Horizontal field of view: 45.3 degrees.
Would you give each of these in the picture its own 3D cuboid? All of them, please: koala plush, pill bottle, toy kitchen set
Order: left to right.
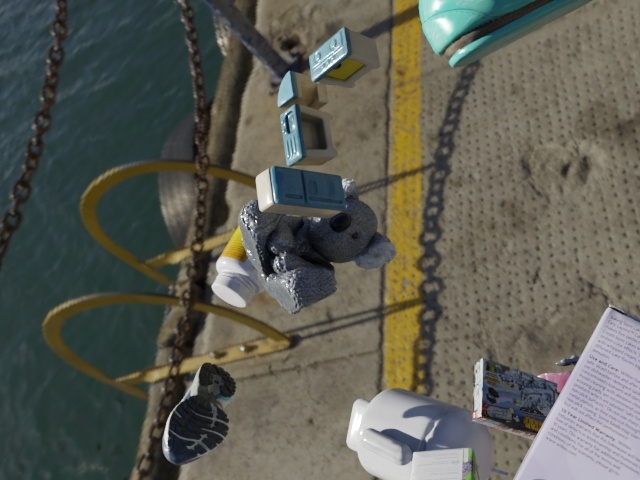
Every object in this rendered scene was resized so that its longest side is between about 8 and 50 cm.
[{"bbox_3d":[-0.140,0.029,1.610,0.117,0.117,0.215,5,55,41],"label":"pill bottle"},{"bbox_3d":[-0.001,-0.156,1.032,0.166,0.122,0.207,-27,66,49],"label":"toy kitchen set"},{"bbox_3d":[0.000,0.000,1.277,0.221,0.203,0.196,-31,77,-15],"label":"koala plush"}]

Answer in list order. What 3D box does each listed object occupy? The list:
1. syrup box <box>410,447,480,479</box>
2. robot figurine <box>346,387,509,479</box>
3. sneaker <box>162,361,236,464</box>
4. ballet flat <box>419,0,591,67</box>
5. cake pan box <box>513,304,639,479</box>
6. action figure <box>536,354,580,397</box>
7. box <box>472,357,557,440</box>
[{"bbox_3d":[0.173,0.406,1.064,0.096,0.093,0.237,-9,26,15],"label":"syrup box"},{"bbox_3d":[0.220,0.435,1.634,0.353,0.300,0.200,9,90,46],"label":"robot figurine"},{"bbox_3d":[-0.240,0.359,1.482,0.122,0.110,0.283,-57,2,20],"label":"sneaker"},{"bbox_3d":[0.173,-0.188,0.469,0.247,0.083,0.087,-21,90,-3],"label":"ballet flat"},{"bbox_3d":[0.286,0.214,0.576,0.267,0.070,0.246,27,92,33],"label":"cake pan box"},{"bbox_3d":[0.581,0.462,1.700,0.275,0.248,0.370,-15,64,2],"label":"action figure"},{"bbox_3d":[0.292,0.241,1.148,0.027,0.137,0.094,130,156,-52],"label":"box"}]
